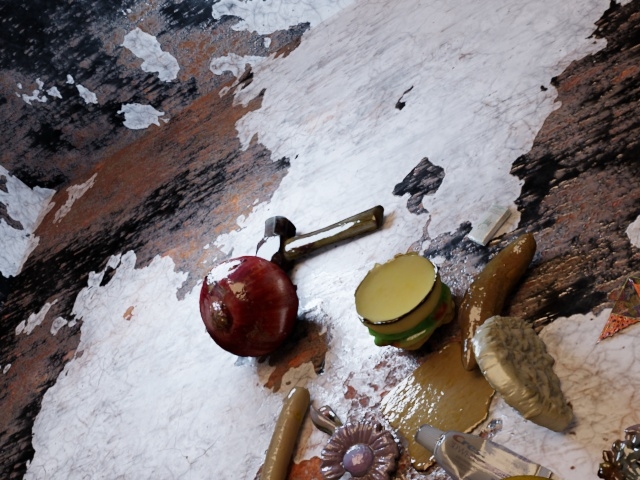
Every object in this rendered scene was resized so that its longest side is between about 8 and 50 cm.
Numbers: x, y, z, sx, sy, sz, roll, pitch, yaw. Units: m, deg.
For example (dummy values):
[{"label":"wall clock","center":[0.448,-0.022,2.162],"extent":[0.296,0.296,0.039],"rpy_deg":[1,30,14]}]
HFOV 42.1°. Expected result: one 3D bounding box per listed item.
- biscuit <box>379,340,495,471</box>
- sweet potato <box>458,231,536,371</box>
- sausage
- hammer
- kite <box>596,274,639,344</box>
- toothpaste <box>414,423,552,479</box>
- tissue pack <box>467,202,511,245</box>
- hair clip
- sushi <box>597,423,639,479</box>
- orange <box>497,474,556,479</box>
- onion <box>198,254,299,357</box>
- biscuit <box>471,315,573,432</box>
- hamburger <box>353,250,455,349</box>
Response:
[{"label":"biscuit","center":[0.249,0.345,1.767],"extent":[0.237,0.013,0.232],"rpy_deg":[-42,35,6]},{"label":"sweet potato","center":[0.359,0.130,1.801],"extent":[0.114,0.092,0.341],"rpy_deg":[0,54,56]},{"label":"sausage","center":[-0.088,0.478,1.939],"extent":[0.065,0.066,0.301],"rpy_deg":[-14,44,38]},{"label":"hammer","center":[0.000,0.000,2.330],"extent":[0.408,0.095,0.242],"rpy_deg":[-18,43,26]},{"label":"kite","center":[0.622,0.111,1.625],"extent":[0.222,0.008,0.125],"rpy_deg":[-30,35,21]},{"label":"toothpaste","center":[0.297,0.428,1.595],"extent":[0.282,0.068,0.099],"rpy_deg":[20,98,45]},{"label":"tissue pack","center":[0.403,-0.039,1.986],"extent":[0.108,0.023,0.056],"rpy_deg":[-52,35,-7]},{"label":"hair clip","center":[0.051,0.440,1.826],"extent":[0.173,0.069,0.300],"rpy_deg":[-48,35,-4]},{"label":"sushi","center":[0.567,0.401,1.247],"extent":[0.236,0.171,0.270],"rpy_deg":[-25,42,26]},{"label":"orange","center":[0.330,0.500,1.300],"extent":[0.274,0.274,0.274],"rpy_deg":[-27,39,24]},{"label":"onion","center":[-0.194,0.172,2.179],"extent":[0.276,0.276,0.276],"rpy_deg":[-27,39,24]},{"label":"biscuit","center":[0.373,0.241,1.622],"extent":[0.084,0.179,0.281],"rpy_deg":[-53,22,27]},{"label":"hamburger","center":[0.194,0.153,1.903],"extent":[0.237,0.149,0.237],"rpy_deg":[-22,36,18]}]
